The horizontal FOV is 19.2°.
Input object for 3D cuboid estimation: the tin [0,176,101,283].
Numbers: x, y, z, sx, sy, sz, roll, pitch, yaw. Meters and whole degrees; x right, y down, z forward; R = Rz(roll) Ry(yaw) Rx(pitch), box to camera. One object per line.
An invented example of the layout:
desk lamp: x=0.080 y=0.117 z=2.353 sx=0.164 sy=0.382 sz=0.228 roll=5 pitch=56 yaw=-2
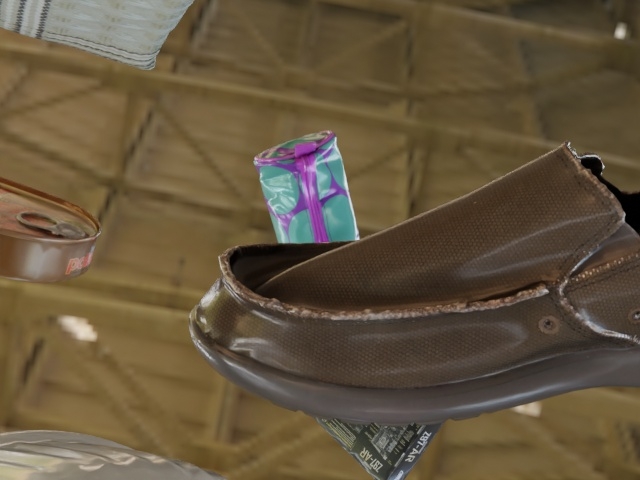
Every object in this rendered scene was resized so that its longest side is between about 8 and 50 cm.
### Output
tin: x=-0.232 y=-0.019 z=1.205 sx=0.190 sy=0.040 sz=0.106 roll=20 pitch=-161 yaw=14

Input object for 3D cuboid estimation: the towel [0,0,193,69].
towel: x=-0.163 y=-0.128 z=0.564 sx=0.312 sy=0.056 sz=0.324 roll=19 pitch=170 yaw=-13

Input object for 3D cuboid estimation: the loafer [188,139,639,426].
loafer: x=0.113 y=0.006 z=0.983 sx=0.366 sy=0.130 sz=0.134 roll=-4 pitch=-159 yaw=-3

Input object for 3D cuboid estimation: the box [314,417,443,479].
box: x=0.035 y=0.100 z=1.160 sx=0.083 sy=0.067 sz=0.018 roll=41 pitch=-165 yaw=34

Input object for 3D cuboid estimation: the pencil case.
pencil case: x=0.000 y=0.000 z=1.357 sx=0.065 sy=0.151 sz=0.070 roll=-16 pitch=-171 yaw=-6

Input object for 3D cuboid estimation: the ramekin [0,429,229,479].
ramekin: x=-0.081 y=0.167 z=0.654 sx=0.207 sy=0.207 sz=0.109 roll=-2 pitch=174 yaw=-35
